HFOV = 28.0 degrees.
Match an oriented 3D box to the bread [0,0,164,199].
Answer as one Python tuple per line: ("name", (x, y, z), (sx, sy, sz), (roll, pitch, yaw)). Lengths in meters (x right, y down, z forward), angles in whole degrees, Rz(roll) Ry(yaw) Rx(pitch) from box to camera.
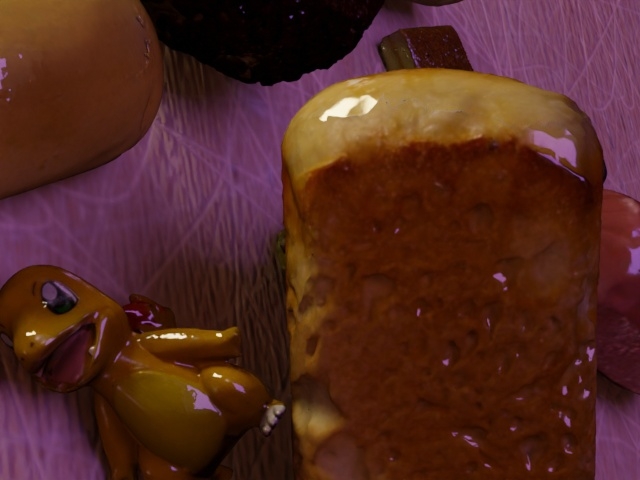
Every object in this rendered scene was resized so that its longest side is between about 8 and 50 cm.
("bread", (-0.179, -0.104, 0.751), (0.147, 0.098, 0.217), (59, 36, -2))

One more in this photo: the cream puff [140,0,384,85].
("cream puff", (-0.062, -0.221, 0.895), (0.239, 0.164, 0.239), (35, 43, -41))

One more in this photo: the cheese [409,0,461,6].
("cheese", (0.077, -0.265, 1.123), (0.167, 0.123, 0.094), (2, 74, -52))

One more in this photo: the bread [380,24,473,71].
("bread", (0.103, -0.149, 1.159), (0.094, 0.035, 0.090), (-16, 82, -52))

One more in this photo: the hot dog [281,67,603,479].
("hot dog", (0.074, 0.089, 0.808), (0.223, 0.185, 0.405), (-79, 168, -76))

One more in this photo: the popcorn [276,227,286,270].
("popcorn", (-0.002, 0.001, 0.932), (0.068, 0.059, 0.083), (80, 14, -65))

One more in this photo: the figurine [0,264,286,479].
("figurine", (-0.110, 0.068, 0.754), (0.176, 0.121, 0.122), (35, 17, -20))

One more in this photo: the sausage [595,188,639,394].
("sausage", (0.286, 0.054, 1.177), (0.254, 0.148, 0.148), (42, 43, -28))

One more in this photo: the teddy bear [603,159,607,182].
("teddy bear", (0.192, -0.066, 1.188), (0.160, 0.078, 0.119), (1, 109, -39))
